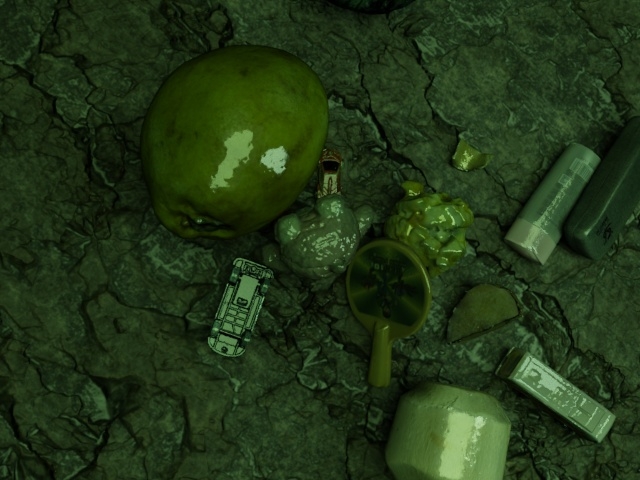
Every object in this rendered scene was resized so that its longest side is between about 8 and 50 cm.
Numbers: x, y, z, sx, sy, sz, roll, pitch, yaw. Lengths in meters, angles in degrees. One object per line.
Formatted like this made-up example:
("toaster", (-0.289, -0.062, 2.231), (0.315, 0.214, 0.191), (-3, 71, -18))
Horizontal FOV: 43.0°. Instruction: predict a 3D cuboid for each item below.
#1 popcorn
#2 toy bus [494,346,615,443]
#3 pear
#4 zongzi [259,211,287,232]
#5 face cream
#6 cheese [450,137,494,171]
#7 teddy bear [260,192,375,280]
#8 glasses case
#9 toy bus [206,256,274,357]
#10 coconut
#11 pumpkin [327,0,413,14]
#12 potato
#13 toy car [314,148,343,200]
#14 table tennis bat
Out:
("popcorn", (0.220, -0.024, 1.661), (0.185, 0.167, 0.187), (28, 79, -4))
("toy bus", (0.504, 0.330, 1.732), (0.268, 0.106, 0.092), (36, 83, -8))
("pear", (-0.161, -0.185, 1.494), (0.352, 0.352, 0.413), (36, 50, -8))
("zongzi", (-0.089, -0.050, 1.668), (0.083, 0.067, 0.073), (1, 75, -29))
("face cream", (0.508, -0.082, 1.768), (0.107, 0.073, 0.269), (34, 82, -5))
("cheese", (0.327, -0.176, 1.753), (0.084, 0.041, 0.060), (22, 76, 6))
("teddy bear", (0.000, 0.001, 1.565), (0.236, 0.267, 0.151), (-24, 91, 1))
("glasses case", (0.643, -0.113, 1.769), (0.323, 0.074, 0.131), (-56, 136, -8))
("toy bus", (-0.163, 0.134, 1.617), (0.087, 0.089, 0.193), (20, 84, -8))
("coconut", (0.247, 0.416, 1.611), (0.237, 0.237, 0.265), (12, 87, -10))
("pumpkin", (0.109, -0.613, 1.632), (0.315, 0.238, 0.315), (0, 93, -10))
("potato", (0.344, 0.154, 1.734), (0.172, 0.089, 0.100), (-30, 71, 20))
("toy car", (0.019, -0.132, 1.693), (0.059, 0.035, 0.122), (4, 88, -7))
("table tennis bat", (0.133, 0.149, 1.646), (0.050, 0.198, 0.320), (-16, 117, -51))
